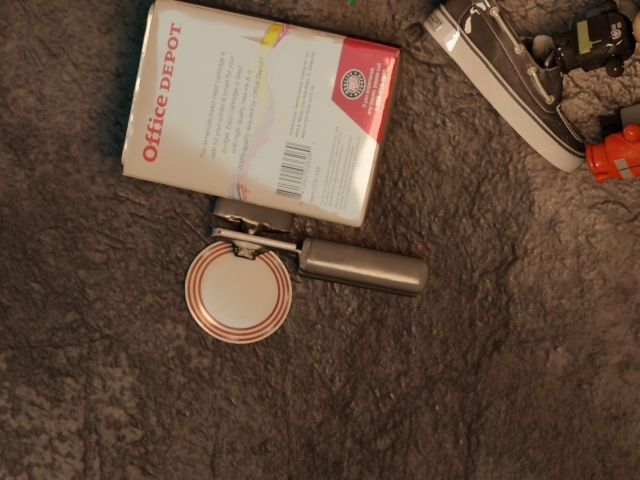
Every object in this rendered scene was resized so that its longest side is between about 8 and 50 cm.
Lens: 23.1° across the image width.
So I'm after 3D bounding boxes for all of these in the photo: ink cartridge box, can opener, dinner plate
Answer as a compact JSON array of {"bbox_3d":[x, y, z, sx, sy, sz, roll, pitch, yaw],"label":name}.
[{"bbox_3d":[-0.068,-0.162,1.929,0.306,0.131,0.226,14,100,5],"label":"ink cartridge box"},{"bbox_3d":[0.000,0.000,1.983,0.283,0.076,0.095,11,80,-2],"label":"can opener"},{"bbox_3d":[-0.106,0.065,2.042,0.141,0.017,0.141,1,101,7],"label":"dinner plate"}]

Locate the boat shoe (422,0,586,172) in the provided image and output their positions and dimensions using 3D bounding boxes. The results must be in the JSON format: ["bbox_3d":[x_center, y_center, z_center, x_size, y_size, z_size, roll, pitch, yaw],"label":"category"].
[{"bbox_3d":[0.245,-0.195,1.852,0.102,0.108,0.301,-40,123,13],"label":"boat shoe"}]

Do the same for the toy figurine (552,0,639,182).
[{"bbox_3d":[0.377,-0.187,1.833,0.148,0.209,0.213,-15,99,21],"label":"toy figurine"}]

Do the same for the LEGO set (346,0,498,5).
[{"bbox_3d":[0.136,-0.409,1.791,0.192,0.255,0.331,21,96,26],"label":"LEGO set"}]
